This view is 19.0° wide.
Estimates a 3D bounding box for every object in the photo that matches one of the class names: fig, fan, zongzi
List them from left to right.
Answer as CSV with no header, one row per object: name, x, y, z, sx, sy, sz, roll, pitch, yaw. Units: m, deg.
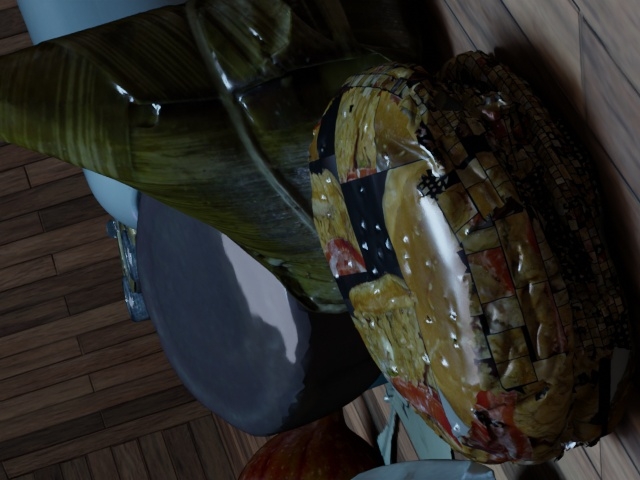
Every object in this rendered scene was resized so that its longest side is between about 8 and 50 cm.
zongzi,-0.077,-0.047,1.184,0.286,0.288,0.134,84,172,-56
fig,-0.002,0.230,1.830,0.175,0.175,0.207,-174,93,-82
fan,0.060,0.124,1.604,0.414,0.012,0.233,91,162,-63

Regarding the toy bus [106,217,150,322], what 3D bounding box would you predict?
toy bus,-0.161,-0.038,2.253,0.365,0.177,0.202,112,144,-73

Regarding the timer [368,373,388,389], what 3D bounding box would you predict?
timer,0.000,0.000,1.601,0.250,0.091,0.232,-169,66,-67

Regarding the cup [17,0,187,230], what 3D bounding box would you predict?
cup,-0.159,-0.160,1.829,0.205,0.205,0.312,83,167,-52

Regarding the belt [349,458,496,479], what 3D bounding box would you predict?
belt,0.101,0.343,1.206,0.300,0.173,0.436,-126,20,-63

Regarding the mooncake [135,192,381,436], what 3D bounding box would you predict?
mooncake,-0.042,0.027,1.447,0.245,0.133,0.245,25,123,44

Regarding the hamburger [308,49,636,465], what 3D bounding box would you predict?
hamburger,0.075,0.012,0.946,0.231,0.107,0.231,166,90,-76
